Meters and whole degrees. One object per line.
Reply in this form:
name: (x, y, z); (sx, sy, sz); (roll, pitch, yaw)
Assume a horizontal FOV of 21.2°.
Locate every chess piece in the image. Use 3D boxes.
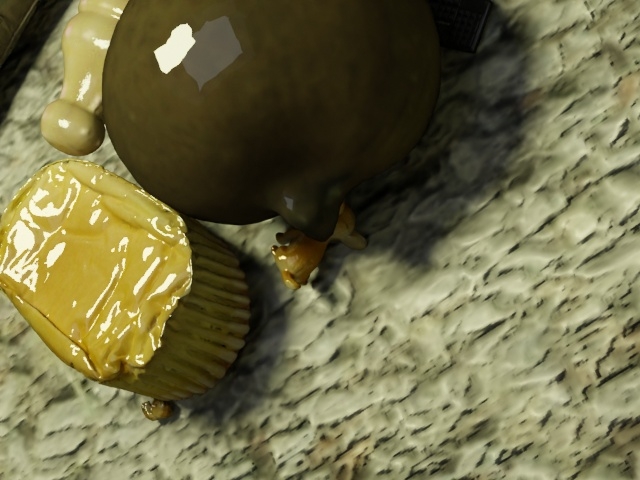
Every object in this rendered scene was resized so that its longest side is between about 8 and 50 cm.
chess piece: (-0.174, -0.218, 1.601); (0.139, 0.124, 0.307); (26, 77, 9)

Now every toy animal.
toy animal: (0.000, 0.000, 1.512); (0.083, 0.060, 0.081); (-30, 24, 26)

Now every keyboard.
keyboard: (0.084, -0.206, 1.534); (0.155, 0.010, 0.053); (18, 87, 36)

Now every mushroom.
mushroom: (-0.237, 0.099, 1.670); (0.286, 0.028, 0.026); (34, 140, 36)

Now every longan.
longan: (-0.044, -0.142, 1.458); (0.300, 0.243, 0.300); (-5, 77, 22)

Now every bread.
bread: (-0.182, 0.040, 1.575); (0.250, 0.133, 0.179); (28, 92, 33)

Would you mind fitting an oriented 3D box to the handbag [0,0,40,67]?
handbag: (-0.376, -0.245, 1.788); (0.182, 0.117, 0.270); (34, 100, 19)
